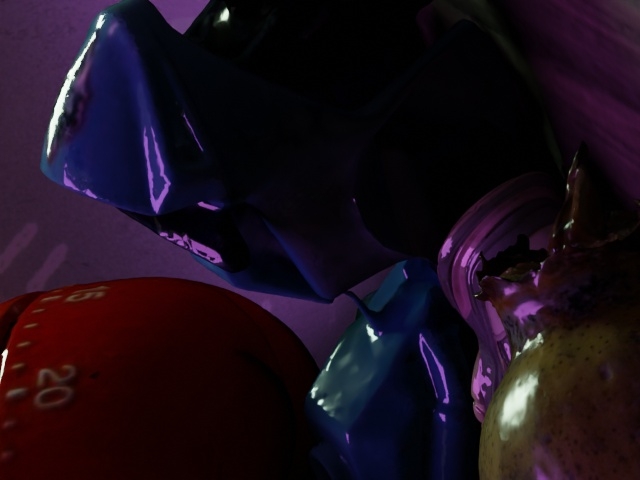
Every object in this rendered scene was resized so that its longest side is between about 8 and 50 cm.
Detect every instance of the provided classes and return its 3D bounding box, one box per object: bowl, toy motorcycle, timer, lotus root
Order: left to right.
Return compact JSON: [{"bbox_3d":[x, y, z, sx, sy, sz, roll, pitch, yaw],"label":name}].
[{"bbox_3d":[-0.117,0.212,1.152,0.378,0.279,0.378,-13,-90,-81],"label":"timer"},{"bbox_3d":[-0.107,-0.089,1.276,0.435,0.435,0.196,73,-148,-41],"label":"bowl"},{"bbox_3d":[0.000,0.000,0.982,0.172,0.232,0.416,32,149,53],"label":"toy motorcycle"},{"bbox_3d":[0.132,0.094,0.733,0.154,0.154,0.278,124,124,-80],"label":"lotus root"}]

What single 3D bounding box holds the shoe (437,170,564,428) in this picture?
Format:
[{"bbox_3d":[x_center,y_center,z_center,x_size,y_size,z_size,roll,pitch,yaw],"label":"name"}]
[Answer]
[{"bbox_3d":[0.124,0.053,0.914,0.092,0.089,0.180,38,157,45],"label":"shoe"}]
